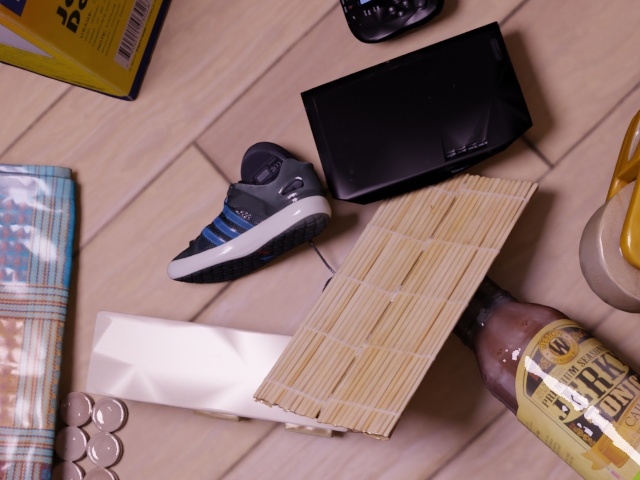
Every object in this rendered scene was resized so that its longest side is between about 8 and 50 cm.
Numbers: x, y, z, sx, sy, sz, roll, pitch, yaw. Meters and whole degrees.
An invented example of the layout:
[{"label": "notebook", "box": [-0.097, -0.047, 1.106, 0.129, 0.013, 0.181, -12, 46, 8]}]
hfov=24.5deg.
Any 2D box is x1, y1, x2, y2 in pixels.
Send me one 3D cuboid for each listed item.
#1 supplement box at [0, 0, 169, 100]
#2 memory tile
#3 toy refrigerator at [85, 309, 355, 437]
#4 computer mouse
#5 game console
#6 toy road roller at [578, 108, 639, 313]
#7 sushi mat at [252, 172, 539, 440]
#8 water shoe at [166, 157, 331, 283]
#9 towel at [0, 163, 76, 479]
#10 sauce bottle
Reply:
[{"label": "supplement box", "box": [-0.295, -0.289, 1.447, 0.194, 0.356, 0.195, 18, 87, 14]}, {"label": "memory tile", "box": [-0.262, 0.232, 1.543, 0.113, 0.012, 0.148, 6, 83, 14]}, {"label": "toy refrigerator", "box": [-0.087, 0.135, 1.470, 0.269, 0.102, 0.094, 6, 83, 13]}, {"label": "computer mouse", "box": [0.000, 0.000, 1.505, 0.071, 0.041, 0.242, -38, 82, 30]}, {"label": "game console", "box": [0.065, -0.223, 1.500, 0.213, 0.044, 0.361, -20, 72, 8]}, {"label": "toy road roller", "box": [0.396, -0.073, 1.343, 0.240, 0.202, 0.330, 20, 85, 4]}, {"label": "sushi mat", "box": [0.074, 0.049, 1.397, 0.151, 0.019, 0.316, 15, 57, 33]}, {"label": "water shoe", "box": [-0.075, -0.018, 1.490, 0.203, 0.073, 0.080, -24, 69, 30]}, {"label": "towel", "box": [-0.399, 0.089, 1.517, 0.271, 0.040, 0.370, 4, 74, -7]}, {"label": "sauce bottle", "box": [0.230, 0.139, 1.387, 0.344, 0.111, 0.111, 40, 92, 23]}]
